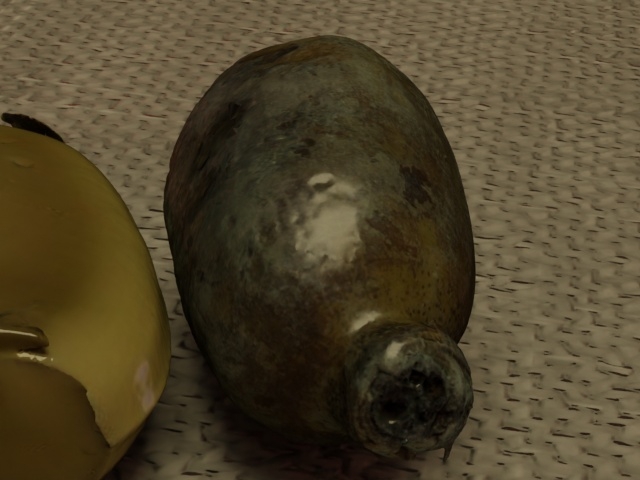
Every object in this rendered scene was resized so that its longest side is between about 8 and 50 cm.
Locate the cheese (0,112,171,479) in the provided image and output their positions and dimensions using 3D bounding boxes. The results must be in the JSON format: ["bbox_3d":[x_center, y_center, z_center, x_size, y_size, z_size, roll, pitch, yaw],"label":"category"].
[{"bbox_3d":[-0.213,0.017,0.931,0.259,0.128,0.316,9,30,-12],"label":"cheese"}]

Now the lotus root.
[{"bbox_3d":[-0.002,-0.001,0.941,0.175,0.175,0.349,2,28,-7],"label":"lotus root"}]
